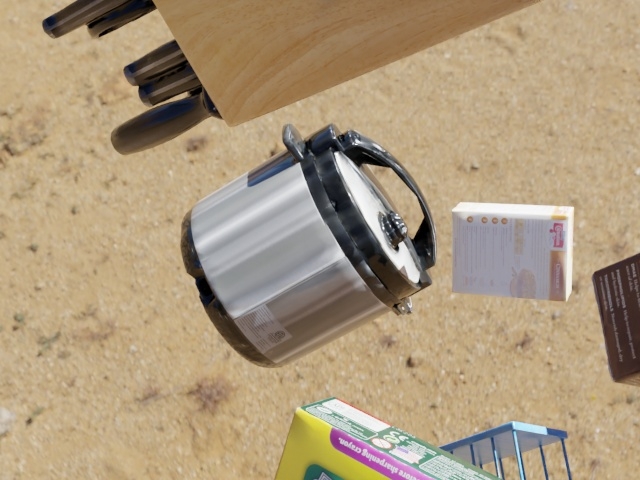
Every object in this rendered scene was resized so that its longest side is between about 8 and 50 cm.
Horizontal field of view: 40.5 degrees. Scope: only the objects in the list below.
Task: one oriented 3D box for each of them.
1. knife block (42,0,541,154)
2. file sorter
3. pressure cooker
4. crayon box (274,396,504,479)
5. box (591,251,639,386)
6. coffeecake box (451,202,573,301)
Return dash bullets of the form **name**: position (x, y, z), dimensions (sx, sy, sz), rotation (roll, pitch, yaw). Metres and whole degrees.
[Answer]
- **knife block**: position (-0.010, -0.112, 0.444), dimensions (0.275, 0.242, 0.088), rotation (27, 42, 13)
- **file sorter**: position (0.257, 0.335, 1.233), dimensions (0.118, 0.170, 0.104), rotation (16, 55, -35)
- **pressure cooker**: position (0.001, 0.004, 1.619), dimensions (0.420, 0.370, 0.375), rotation (-30, 69, 15)
- **crayon box**: position (0.096, 0.404, 1.014), dimensions (0.363, 0.313, 0.106), rotation (22, 10, 29)
- **box**: position (0.515, 0.100, 1.183), dimensions (0.168, 0.203, 0.167), rotation (15, 60, -32)
- **coffeecake box**: position (0.311, 0.016, 1.404), dimensions (0.185, 0.142, 0.068), rotation (4, 16, 22)
